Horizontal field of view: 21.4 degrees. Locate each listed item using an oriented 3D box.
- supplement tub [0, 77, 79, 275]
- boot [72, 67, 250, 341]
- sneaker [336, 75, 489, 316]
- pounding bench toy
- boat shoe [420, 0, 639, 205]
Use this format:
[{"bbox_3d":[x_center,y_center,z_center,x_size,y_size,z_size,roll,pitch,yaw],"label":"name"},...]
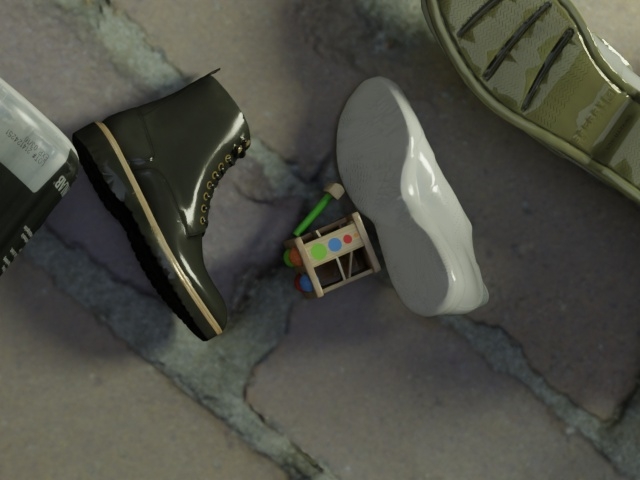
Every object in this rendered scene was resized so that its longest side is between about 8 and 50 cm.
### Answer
[{"bbox_3d":[-0.342,0.006,1.246,0.193,0.193,0.316,39,79,-8],"label":"supplement tub"},{"bbox_3d":[-0.092,-0.032,1.367,0.137,0.077,0.198,-30,95,-17],"label":"boot"},{"bbox_3d":[0.082,-0.034,1.408,0.094,0.080,0.212,4,63,-50],"label":"sneaker"},{"bbox_3d":[0.000,0.000,1.392,0.065,0.052,0.083,-23,92,-12],"label":"pounding bench toy"},{"bbox_3d":[0.200,-0.128,1.417,0.302,0.103,0.113,42,92,-8],"label":"boat shoe"}]
